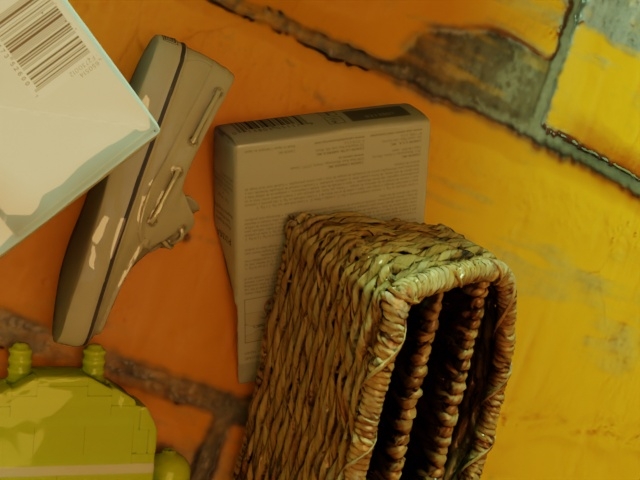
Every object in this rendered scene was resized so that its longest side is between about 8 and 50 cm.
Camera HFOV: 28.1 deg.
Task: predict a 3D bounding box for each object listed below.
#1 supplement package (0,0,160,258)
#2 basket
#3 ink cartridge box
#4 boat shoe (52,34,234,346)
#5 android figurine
[{"bbox_3d":[-0.263,-0.098,0.886,0.175,0.293,0.177,-40,110,-14],"label":"supplement package"},{"bbox_3d":[0.075,0.147,1.075,0.213,0.223,0.299,7,103,-25],"label":"basket"},{"bbox_3d":[0.000,0.000,1.156,0.189,0.066,0.232,-9,121,-22],"label":"ink cartridge box"},{"bbox_3d":[-0.145,-0.033,1.059,0.088,0.096,0.267,21,79,-19],"label":"boat shoe"},{"bbox_3d":[-0.228,0.220,1.068,0.248,0.056,0.273,1,96,-23],"label":"android figurine"}]
